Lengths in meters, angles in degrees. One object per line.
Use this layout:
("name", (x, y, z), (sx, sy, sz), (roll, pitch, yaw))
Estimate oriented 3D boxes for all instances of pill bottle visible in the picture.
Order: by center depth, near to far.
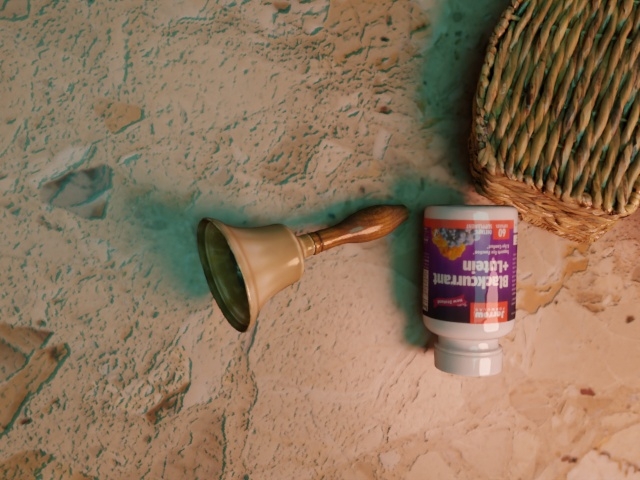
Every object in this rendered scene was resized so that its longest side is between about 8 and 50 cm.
("pill bottle", (0.175, 0.055, 0.728), (0.108, 0.108, 0.193), (-2, 94, -16))

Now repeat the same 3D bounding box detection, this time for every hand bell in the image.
("hand bell", (0.000, 0.000, 0.690), (0.242, 0.126, 0.126), (-20, 99, -25))

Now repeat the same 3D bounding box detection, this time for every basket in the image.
("basket", (0.302, -0.170, 0.758), (0.213, 0.223, 0.299), (21, 88, 16))
